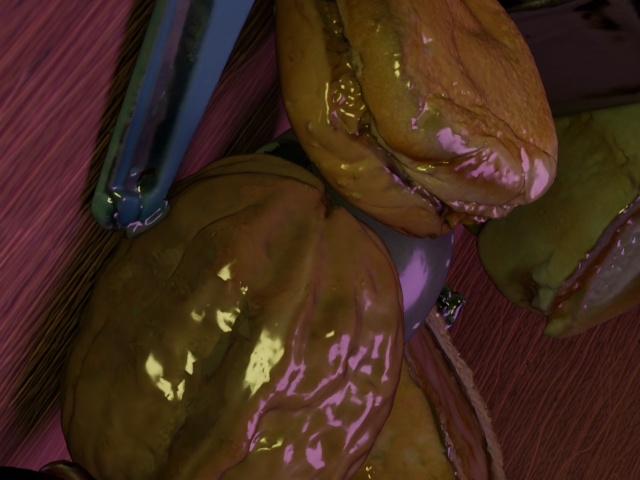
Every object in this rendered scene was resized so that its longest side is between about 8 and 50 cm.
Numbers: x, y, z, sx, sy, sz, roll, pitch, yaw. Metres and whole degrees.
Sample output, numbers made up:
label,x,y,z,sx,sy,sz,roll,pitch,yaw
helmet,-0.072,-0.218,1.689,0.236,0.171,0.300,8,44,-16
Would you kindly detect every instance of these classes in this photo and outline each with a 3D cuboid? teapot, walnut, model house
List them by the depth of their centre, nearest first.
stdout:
label,x,y,z,sx,sy,sz,roll,pitch,yaw
walnut,-0.051,0.073,0.895,0.245,0.198,0.198,-60,172,8
teapot,0.000,0.000,1.070,0.294,0.129,0.193,-57,-146,9
model house,0.173,-0.268,1.243,0.317,0.297,0.282,25,67,-60

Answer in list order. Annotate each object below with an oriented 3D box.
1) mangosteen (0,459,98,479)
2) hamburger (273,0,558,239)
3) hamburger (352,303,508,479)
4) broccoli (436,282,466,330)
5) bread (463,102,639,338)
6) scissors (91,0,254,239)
label,x,y,z,sx,sy,sz,roll,pitch,yaw
mangosteen,-0.156,0.204,0.700,0.228,0.228,0.265,-65,-154,14
hamburger,0.057,-0.101,0.909,0.108,0.213,0.214,-21,-170,25
hamburger,0.015,0.133,1.383,0.209,0.330,0.162,-22,-167,18
broccoli,0.072,-0.015,1.521,0.198,0.177,0.274,-29,133,-64
bread,0.261,-0.100,1.447,0.210,0.341,0.300,17,120,-41
scissors,-0.034,-0.154,0.721,0.180,0.032,0.393,-14,142,-44
